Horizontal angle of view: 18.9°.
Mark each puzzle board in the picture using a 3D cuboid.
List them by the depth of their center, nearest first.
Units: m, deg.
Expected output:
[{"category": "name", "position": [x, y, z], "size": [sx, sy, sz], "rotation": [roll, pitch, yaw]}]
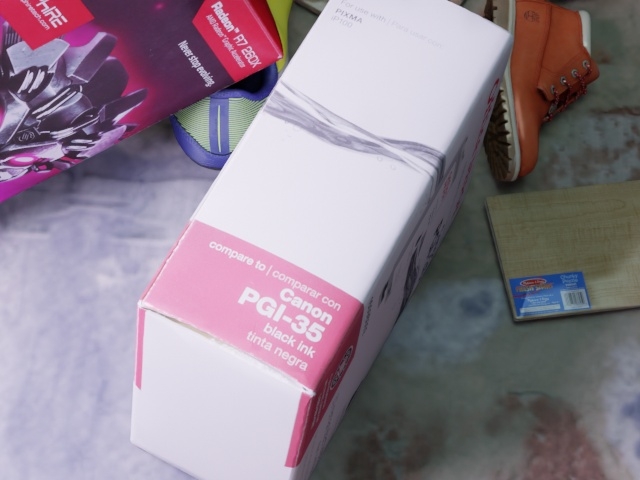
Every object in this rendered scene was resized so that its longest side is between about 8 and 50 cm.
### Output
[{"category": "puzzle board", "position": [0.184, 0.006, 1.319], "size": [0.128, 0.011, 0.096], "rotation": [-7, 62, -8]}]

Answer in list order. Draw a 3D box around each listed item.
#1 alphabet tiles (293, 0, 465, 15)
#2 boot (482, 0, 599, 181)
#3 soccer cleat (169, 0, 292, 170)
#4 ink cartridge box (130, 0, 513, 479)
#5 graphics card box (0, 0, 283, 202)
[{"category": "alphabet tiles", "position": [0.021, -0.253, 1.455], "size": [0.237, 0.009, 0.198], "rotation": [31, 62, 12]}, {"category": "boot", "position": [0.157, -0.108, 1.357], "size": [0.084, 0.059, 0.158], "rotation": [9, 59, -6]}, {"category": "soccer cleat", "position": [-0.059, -0.188, 1.338], "size": [0.093, 0.121, 0.289], "rotation": [1, 64, -1]}, {"category": "ink cartridge box", "position": [0.000, 0.000, 1.191], "size": [0.117, 0.207, 0.283], "rotation": [26, 61, 9]}, {"category": "graphics card box", "position": [-0.225, -0.110, 1.157], "size": [0.371, 0.233, 0.094], "rotation": [-25, 65, 4]}]
